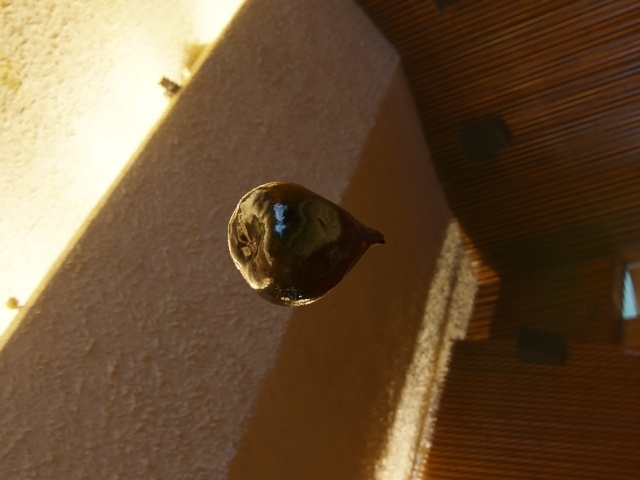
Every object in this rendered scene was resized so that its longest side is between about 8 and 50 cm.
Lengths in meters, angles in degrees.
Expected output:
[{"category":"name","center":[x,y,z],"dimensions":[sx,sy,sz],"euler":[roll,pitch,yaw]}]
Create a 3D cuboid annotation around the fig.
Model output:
[{"category":"fig","center":[-0.008,0.016,0.914],"dimensions":[0.184,0.133,0.127],"euler":[31,-103,-40]}]
